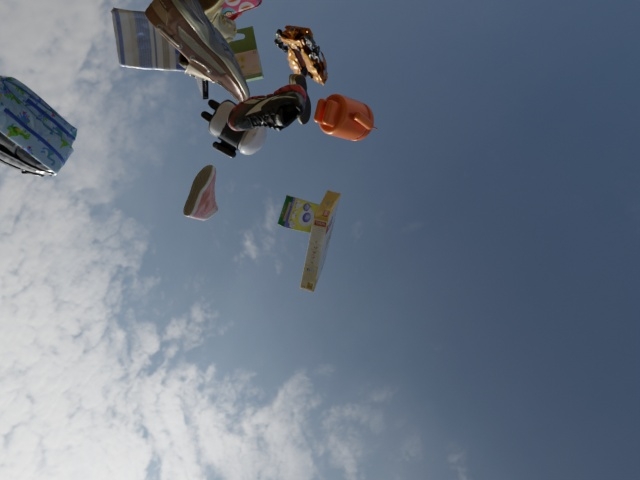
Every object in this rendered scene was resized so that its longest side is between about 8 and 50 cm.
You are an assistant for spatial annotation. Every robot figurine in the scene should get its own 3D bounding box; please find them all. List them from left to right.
[{"bbox_3d":[-0.364,-0.486,1.770,0.278,0.209,0.173,31,-137,-5],"label":"robot figurine"},{"bbox_3d":[-0.073,-0.786,1.746,0.211,0.291,0.085,20,-104,22],"label":"robot figurine"},{"bbox_3d":[0.083,-0.388,1.320,0.158,0.220,0.128,-24,-108,44],"label":"robot figurine"}]

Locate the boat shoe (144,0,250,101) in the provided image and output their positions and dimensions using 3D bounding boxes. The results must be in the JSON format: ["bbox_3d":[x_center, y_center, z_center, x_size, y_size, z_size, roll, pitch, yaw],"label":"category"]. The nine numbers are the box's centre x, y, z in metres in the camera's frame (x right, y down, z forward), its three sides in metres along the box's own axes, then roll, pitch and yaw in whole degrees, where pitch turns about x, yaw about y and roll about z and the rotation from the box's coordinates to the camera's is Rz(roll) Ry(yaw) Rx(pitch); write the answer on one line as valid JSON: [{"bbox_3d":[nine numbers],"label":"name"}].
[{"bbox_3d":[-0.281,-0.446,0.985,0.117,0.324,0.123,-28,-123,8],"label":"boat shoe"}]

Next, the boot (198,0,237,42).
[{"bbox_3d":[-0.316,-0.697,1.266,0.262,0.203,0.095,-38,-93,29],"label":"boot"}]

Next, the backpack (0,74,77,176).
[{"bbox_3d":[-0.905,-0.333,1.208,0.290,0.355,0.273,3,-129,24],"label":"backpack"}]

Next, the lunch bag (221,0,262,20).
[{"bbox_3d":[-0.361,-0.914,1.500,0.293,0.258,0.120,-13,-113,3],"label":"lunch bag"}]

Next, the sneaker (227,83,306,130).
[{"bbox_3d":[-0.172,-0.410,1.340,0.276,0.097,0.135,-18,-129,5],"label":"sneaker"}]

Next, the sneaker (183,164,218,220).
[{"bbox_3d":[-0.271,-0.110,0.993,0.051,0.070,0.134,20,-94,38],"label":"sneaker"}]

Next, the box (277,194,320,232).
[{"bbox_3d":[-0.052,-0.081,1.398,0.043,0.179,0.105,25,-81,43],"label":"box"}]

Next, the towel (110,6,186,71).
[{"bbox_3d":[-0.653,-0.774,1.612,0.285,0.209,0.034,3,-151,-5],"label":"towel"}]

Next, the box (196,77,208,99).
[{"bbox_3d":[-0.478,-0.673,1.677,0.029,0.162,0.116,-11,-121,-23],"label":"box"}]

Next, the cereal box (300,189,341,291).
[{"bbox_3d":[0.000,0.000,1.161,0.047,0.240,0.173,16,-146,5],"label":"cereal box"}]

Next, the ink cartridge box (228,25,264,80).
[{"bbox_3d":[-0.366,-0.844,1.887,0.171,0.056,0.235,-11,-80,3],"label":"ink cartridge box"}]

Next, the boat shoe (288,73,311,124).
[{"bbox_3d":[-0.083,-0.539,1.576,0.072,0.189,0.068,28,-132,35],"label":"boat shoe"}]
